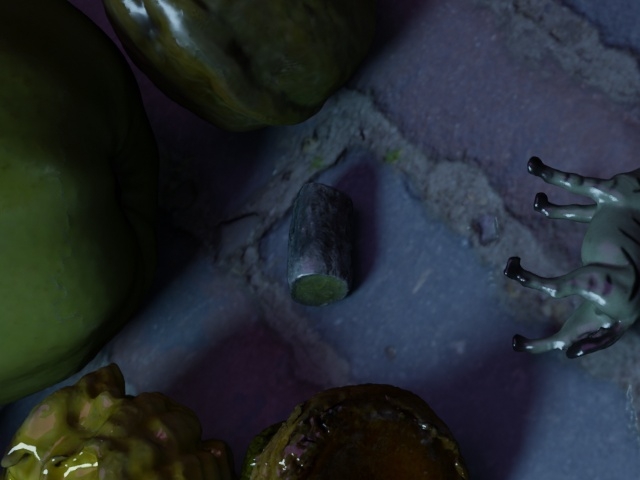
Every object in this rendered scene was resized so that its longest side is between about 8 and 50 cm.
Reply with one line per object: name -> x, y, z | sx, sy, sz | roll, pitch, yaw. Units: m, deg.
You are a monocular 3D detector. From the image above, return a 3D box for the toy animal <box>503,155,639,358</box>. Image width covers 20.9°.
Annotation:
toy animal -> 0.250, -0.002, 1.413 | 0.176, 0.073, 0.217 | 7, 72, 22

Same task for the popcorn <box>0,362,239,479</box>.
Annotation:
popcorn -> -0.180, 0.224, 1.481 | 0.250, 0.190, 0.250 | -8, 79, 43

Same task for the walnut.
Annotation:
walnut -> -0.081, -0.235, 1.644 | 0.227, 0.283, 0.283 | -23, 52, 34

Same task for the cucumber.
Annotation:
cucumber -> 0.000, 0.002, 1.593 | 0.064, 0.064, 0.112 | -15, 54, 28

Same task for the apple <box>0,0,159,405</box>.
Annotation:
apple -> -0.371, -0.050, 1.636 | 0.473, 0.473, 0.474 | -17, 55, 26

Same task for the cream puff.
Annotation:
cream puff -> 0.011, 0.199, 1.417 | 0.183, 0.183, 0.169 | -60, 20, -10
